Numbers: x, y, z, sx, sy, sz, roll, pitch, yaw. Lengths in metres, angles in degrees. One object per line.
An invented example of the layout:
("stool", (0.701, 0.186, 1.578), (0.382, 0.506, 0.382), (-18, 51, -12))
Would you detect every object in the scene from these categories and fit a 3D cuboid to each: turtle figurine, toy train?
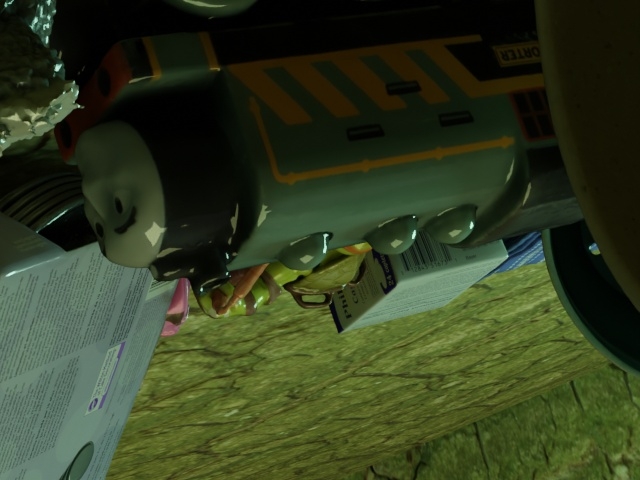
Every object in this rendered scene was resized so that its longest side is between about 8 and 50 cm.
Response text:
("turtle figurine", (0.000, 0.000, 1.254), (0.269, 0.087, 0.217), (-42, -171, -27))
("toy train", (0.016, -0.082, 0.818), (0.334, 0.190, 0.142), (-11, 163, -33))

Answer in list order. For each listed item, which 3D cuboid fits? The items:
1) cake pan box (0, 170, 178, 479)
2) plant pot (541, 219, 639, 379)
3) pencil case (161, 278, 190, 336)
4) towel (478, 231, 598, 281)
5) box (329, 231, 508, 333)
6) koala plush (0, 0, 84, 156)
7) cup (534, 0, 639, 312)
("cake pan box", (-0.192, 0.087, 1.048), (0.246, 0.070, 0.267), (-29, 144, -62))
("plant pot", (0.313, -0.021, 1.355), (0.271, 0.272, 0.255), (-21, -179, 5))
("pencil case", (-0.194, 0.047, 1.200), (0.209, 0.098, 0.095), (-15, 165, -23))
("towel", (0.332, -0.024, 1.766), (0.336, 0.040, 0.243), (-11, 164, -33))
("box", (0.083, 0.021, 1.527), (0.126, 0.072, 0.137), (-12, 163, -29))
("koala plush", (-0.190, -0.067, 0.620), (0.221, 0.196, 0.203), (-23, 156, 26))
("cup", (0.256, -0.121, 0.632), (0.237, 0.331, 0.331), (-4, 162, -16))
